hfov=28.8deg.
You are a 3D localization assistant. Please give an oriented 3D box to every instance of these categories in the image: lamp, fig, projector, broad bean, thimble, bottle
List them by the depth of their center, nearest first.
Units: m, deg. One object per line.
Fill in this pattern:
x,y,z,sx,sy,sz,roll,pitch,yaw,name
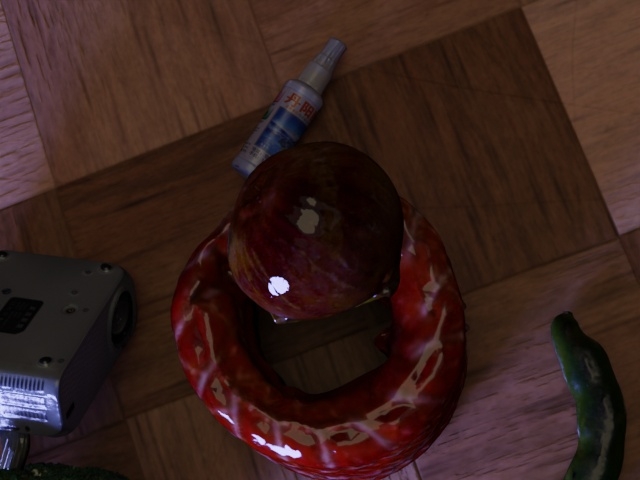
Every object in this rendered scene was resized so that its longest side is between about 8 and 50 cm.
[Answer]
0.001,-0.001,1.288,0.205,0.205,0.205,-2,76,9,fig
0.011,0.107,1.465,0.350,0.230,0.350,-2,76,8,thimble
0.291,0.237,1.477,0.144,0.049,0.292,22,81,15,broad bean
-0.357,0.118,1.523,0.198,0.250,0.108,7,123,11,projector
-0.490,0.266,1.587,0.283,0.124,0.203,20,101,11,lamp
-0.036,-0.172,1.629,0.060,0.060,0.217,30,83,15,bottle

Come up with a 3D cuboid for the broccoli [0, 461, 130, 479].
-0.297,0.398,1.426,0.308,0.275,0.308,-3,110,-9,broccoli
